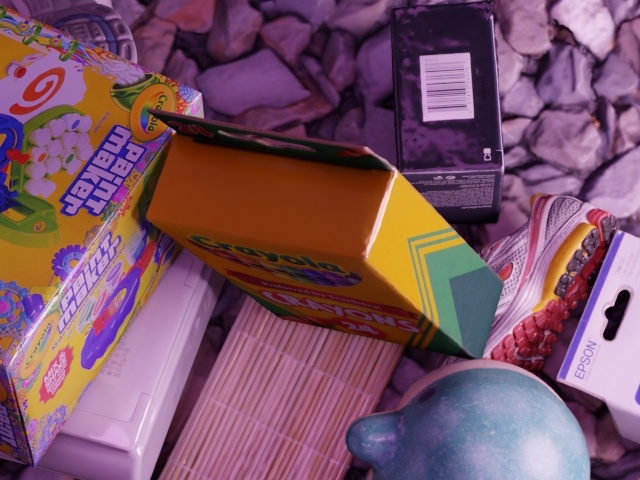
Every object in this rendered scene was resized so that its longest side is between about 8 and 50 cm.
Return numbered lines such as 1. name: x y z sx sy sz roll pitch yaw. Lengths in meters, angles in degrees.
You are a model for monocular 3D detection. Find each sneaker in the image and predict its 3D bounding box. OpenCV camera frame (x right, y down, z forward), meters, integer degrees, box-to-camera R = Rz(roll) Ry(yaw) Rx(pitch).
1. sneaker: 0.168 0.056 1.697 0.093 0.088 0.225 32 79 35
2. sneaker: -0.237 -0.203 1.783 0.111 0.129 0.297 -14 54 -5

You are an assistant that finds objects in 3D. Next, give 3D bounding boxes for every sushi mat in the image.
1. sushi mat: -0.041 0.166 1.707 0.151 0.019 0.316 23 77 12

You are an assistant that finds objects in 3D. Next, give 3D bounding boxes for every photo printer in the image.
1. photo printer: -0.261 0.068 1.684 0.307 0.107 0.256 13 59 8

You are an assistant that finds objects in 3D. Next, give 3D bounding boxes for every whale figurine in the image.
1. whale figurine: 0.103 0.229 1.597 0.272 0.141 0.216 -43 109 5

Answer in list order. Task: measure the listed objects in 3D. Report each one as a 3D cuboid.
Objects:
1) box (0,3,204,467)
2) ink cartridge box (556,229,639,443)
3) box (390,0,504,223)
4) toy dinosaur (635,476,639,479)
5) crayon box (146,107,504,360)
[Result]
1. box: -0.283 -0.022 1.572 0.279 0.177 0.290 25 60 15
2. ink cartridge box: 0.377 0.125 1.641 0.332 0.065 0.165 23 64 9
3. box: 0.111 -0.108 1.699 0.093 0.158 0.156 -3 73 3
4. toy dinosaur: 0.274 0.229 1.638 0.112 0.064 0.211 41 81 15
5. crayon box: 0.000 0.000 1.551 0.202 0.318 0.081 11 74 29
